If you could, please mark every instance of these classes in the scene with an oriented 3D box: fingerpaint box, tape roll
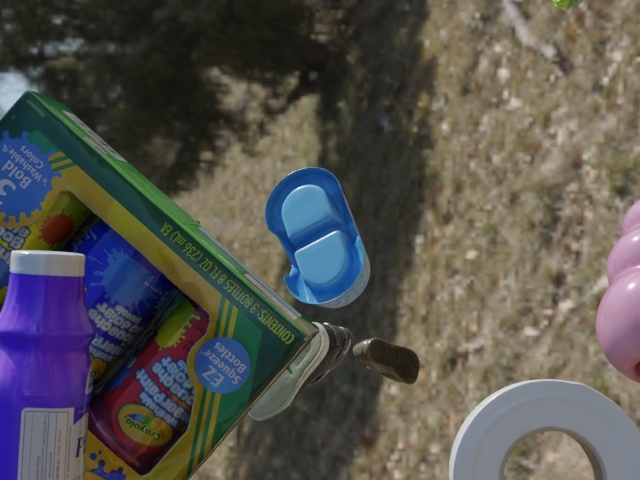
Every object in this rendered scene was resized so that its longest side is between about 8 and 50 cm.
[{"bbox_3d":[-0.291,0.104,1.430,0.371,0.445,0.163,-48,-4,3],"label":"fingerpaint box"},{"bbox_3d":[0.325,0.341,1.691,0.100,0.286,0.286,64,-153,-83],"label":"tape roll"}]

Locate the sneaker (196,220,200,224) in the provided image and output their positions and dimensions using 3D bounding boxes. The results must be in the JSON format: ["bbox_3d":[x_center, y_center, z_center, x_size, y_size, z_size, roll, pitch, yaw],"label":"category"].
[{"bbox_3d":[-0.256,0.043,2.064,0.130,0.087,0.227,128,140,-53],"label":"sneaker"}]

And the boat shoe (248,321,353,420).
[{"bbox_3d":[-0.038,0.209,1.846,0.233,0.079,0.084,-46,61,34],"label":"boat shoe"}]

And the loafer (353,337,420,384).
[{"bbox_3d":[0.106,0.189,1.888,0.050,0.148,0.056,6,68,43],"label":"loafer"}]

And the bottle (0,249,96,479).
[{"bbox_3d":[-0.253,0.151,1.064,0.118,0.092,0.282,-179,93,-80],"label":"bottle"}]

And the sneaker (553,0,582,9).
[{"bbox_3d":[0.341,-0.359,1.351,0.295,0.124,0.109,116,154,-64],"label":"sneaker"}]

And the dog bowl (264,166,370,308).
[{"bbox_3d":[0.000,0.000,2.263,0.074,0.166,0.297,42,-156,-56],"label":"dog bowl"}]

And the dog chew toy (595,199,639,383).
[{"bbox_3d":[0.551,0.066,1.906,0.206,0.207,0.331,100,180,-57],"label":"dog chew toy"}]
